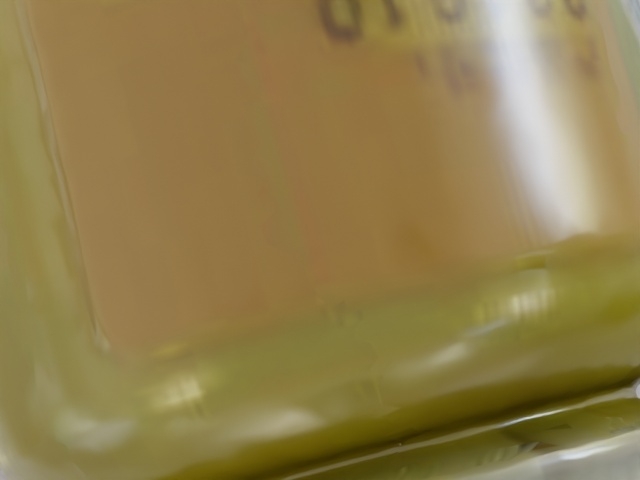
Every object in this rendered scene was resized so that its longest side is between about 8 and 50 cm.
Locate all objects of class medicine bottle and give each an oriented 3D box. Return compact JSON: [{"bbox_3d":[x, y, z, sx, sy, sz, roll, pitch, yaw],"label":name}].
[{"bbox_3d":[0.000,0.000,0.475,0.224,0.224,0.385,-16,80,14],"label":"medicine bottle"}]
